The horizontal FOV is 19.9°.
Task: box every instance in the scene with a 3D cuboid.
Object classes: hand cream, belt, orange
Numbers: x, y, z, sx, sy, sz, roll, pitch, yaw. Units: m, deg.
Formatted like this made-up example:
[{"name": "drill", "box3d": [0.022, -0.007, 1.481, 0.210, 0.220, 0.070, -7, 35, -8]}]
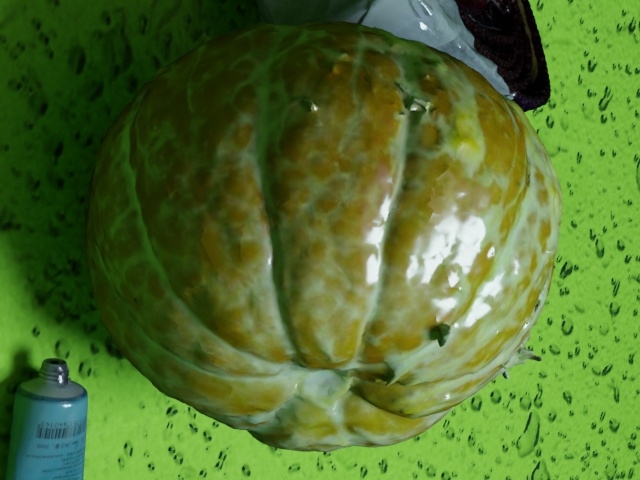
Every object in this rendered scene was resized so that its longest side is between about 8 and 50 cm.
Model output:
[{"name": "hand cream", "box3d": [-0.192, 0.191, 1.269, 0.083, 0.048, 0.224, -6, 108, -49]}, {"name": "belt", "box3d": [0.048, -0.179, 1.398, 0.289, 0.164, 0.184, 39, 40, -45]}, {"name": "orange", "box3d": [0.000, 0.000, 1.240, 0.329, 0.329, 0.249, 41, 36, -46]}]
